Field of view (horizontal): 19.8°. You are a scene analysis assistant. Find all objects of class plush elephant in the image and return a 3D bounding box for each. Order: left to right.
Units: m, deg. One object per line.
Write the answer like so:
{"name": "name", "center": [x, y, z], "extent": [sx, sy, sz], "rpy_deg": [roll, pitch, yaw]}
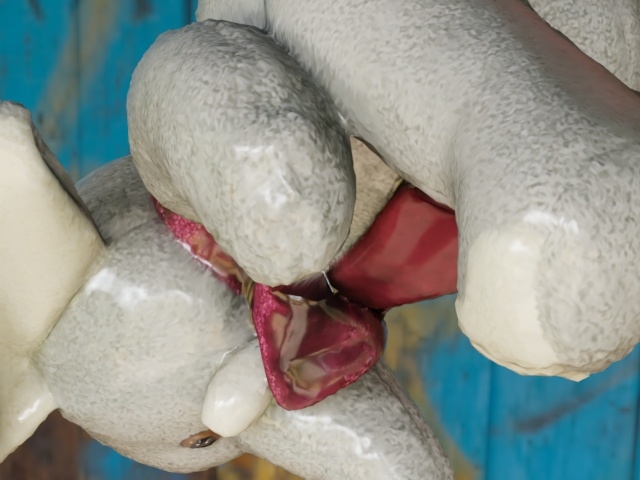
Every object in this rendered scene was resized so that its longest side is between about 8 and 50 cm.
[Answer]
{"name": "plush elephant", "center": [0.000, 0.000, 0.611], "extent": [0.330, 0.255, 0.272], "rpy_deg": [35, 29, 23]}
